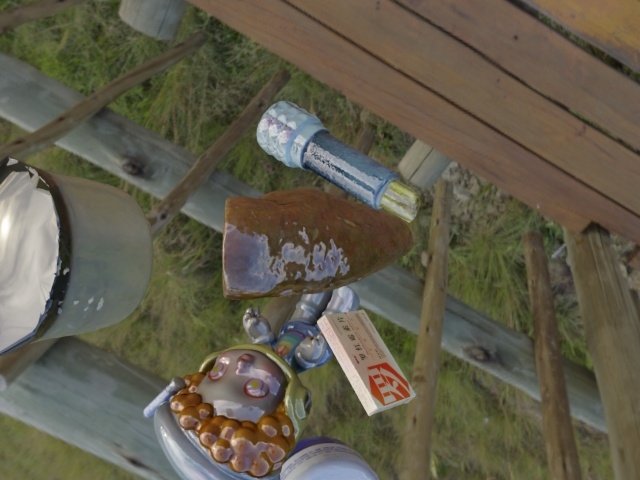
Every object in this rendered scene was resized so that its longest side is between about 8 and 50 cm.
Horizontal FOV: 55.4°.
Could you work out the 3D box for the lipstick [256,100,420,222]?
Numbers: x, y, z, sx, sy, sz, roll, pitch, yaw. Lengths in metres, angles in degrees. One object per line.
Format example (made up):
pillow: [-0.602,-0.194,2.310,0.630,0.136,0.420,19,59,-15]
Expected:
lipstick: [0.014,-0.045,0.365,0.116,0.037,0.037,33,130,26]

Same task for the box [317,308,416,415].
box: [0.040,0.103,0.532,0.015,0.058,0.093,-47,61,30]

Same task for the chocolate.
chocolate: [-0.473,0.039,1.129,0.326,0.297,0.313,-29,70,21]

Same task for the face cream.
face cream: [0.005,0.456,1.053,0.206,0.111,0.205,-2,95,-19]

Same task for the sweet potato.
sweet potato: [0.000,0.000,0.558,0.097,0.252,0.097,5,98,44]

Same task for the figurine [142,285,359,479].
figurine: [-0.059,0.224,0.927,0.225,0.382,0.205,32,149,38]
